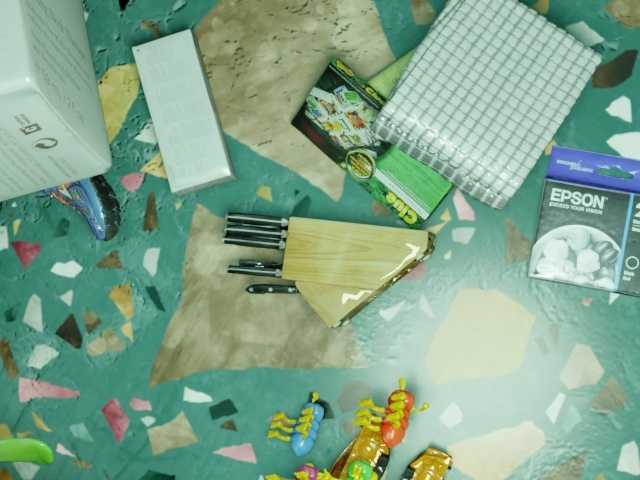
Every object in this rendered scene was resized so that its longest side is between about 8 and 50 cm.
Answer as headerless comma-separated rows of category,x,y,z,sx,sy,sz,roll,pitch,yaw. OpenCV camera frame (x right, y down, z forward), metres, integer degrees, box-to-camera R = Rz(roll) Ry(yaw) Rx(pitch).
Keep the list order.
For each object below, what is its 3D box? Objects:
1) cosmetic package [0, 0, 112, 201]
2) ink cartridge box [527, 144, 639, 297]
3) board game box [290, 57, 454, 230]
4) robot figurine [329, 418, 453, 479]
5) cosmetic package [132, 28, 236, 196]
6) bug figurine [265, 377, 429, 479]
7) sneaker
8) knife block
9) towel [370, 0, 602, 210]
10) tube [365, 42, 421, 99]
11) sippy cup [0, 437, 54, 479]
cosmetic package,-0.534,-0.290,1.856,0.327,0.329,0.394,-15,71,5
ink cartridge box,0.428,-0.028,1.903,0.206,0.045,0.208,10,86,8
board game box,0.085,-0.142,1.925,0.259,0.030,0.136,42,126,7
robot figurine,0.074,0.424,1.895,0.211,0.085,0.291,25,89,8
cosmetic package,-0.211,-0.197,1.983,0.099,0.060,0.239,-16,84,4
bug figurine,0.026,0.303,1.830,0.072,0.279,0.216,41,55,-28
sneaker,-0.388,-0.086,1.996,0.087,0.083,0.221,-37,74,10
knife block,0.000,0.000,1.922,0.275,0.088,0.242,-39,81,8
towel,0.236,-0.213,1.849,0.235,0.121,0.284,33,68,2
tube,0.174,-0.275,1.945,0.240,0.070,0.062,-32,42,-1
sippy cup,-0.417,0.416,1.677,0.224,0.240,0.305,2,83,2
